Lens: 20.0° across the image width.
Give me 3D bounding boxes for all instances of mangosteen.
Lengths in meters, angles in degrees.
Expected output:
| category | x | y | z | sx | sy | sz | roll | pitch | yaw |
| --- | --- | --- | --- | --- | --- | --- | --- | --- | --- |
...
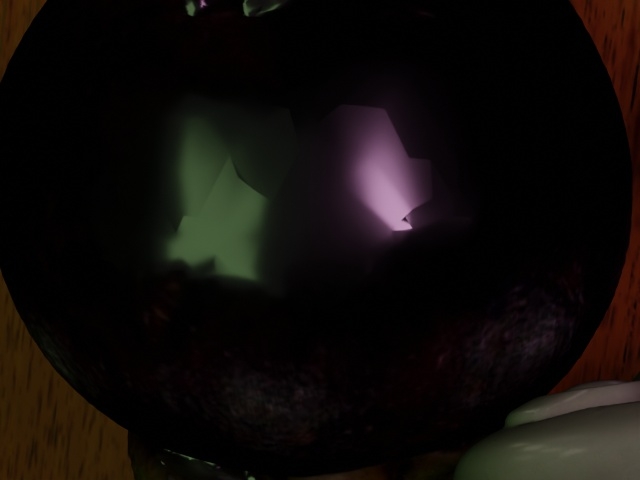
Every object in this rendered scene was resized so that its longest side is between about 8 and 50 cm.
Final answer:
| category | x | y | z | sx | sy | sz | roll | pitch | yaw |
| --- | --- | --- | --- | --- | --- | --- | --- | --- | --- |
| mangosteen | 0.000 | 0.000 | 1.082 | 0.382 | 0.382 | 0.435 | 25 | 142 | 36 |

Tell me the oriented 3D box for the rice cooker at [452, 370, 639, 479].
| category | x | y | z | sx | sy | sz | roll | pitch | yaw |
| --- | --- | --- | --- | --- | --- | --- | --- | --- | --- |
| rice cooker | 0.238 | 0.194 | 0.899 | 0.335 | 0.335 | 0.325 | -17 | 81 | 38 |
